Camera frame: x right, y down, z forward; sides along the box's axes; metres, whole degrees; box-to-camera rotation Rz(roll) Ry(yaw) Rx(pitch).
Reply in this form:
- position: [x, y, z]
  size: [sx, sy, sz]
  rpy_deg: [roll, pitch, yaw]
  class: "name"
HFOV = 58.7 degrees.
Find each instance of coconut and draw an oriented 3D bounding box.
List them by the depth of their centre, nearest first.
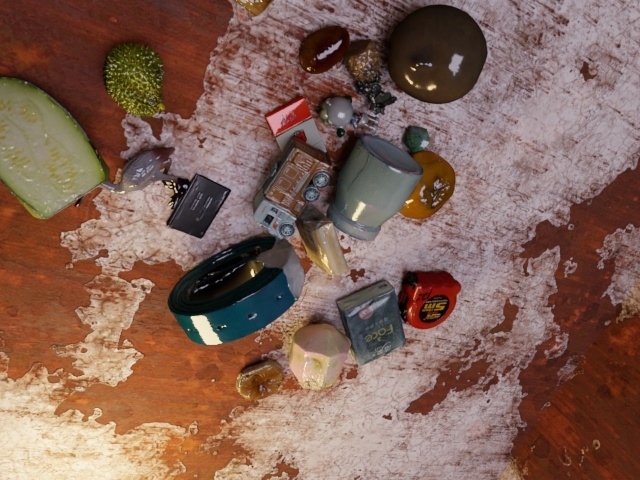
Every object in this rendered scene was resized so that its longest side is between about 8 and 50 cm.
- position: [-0.001, 0.426, 2.154]
  size: [0.233, 0.233, 0.245]
  rpy_deg: [-1, 122, -24]
  class: "coconut"

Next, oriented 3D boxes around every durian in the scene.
- position: [-0.486, -0.414, 1.485]
  size: [0.159, 0.146, 0.198]
  rpy_deg: [-6, 117, -20]
  class: "durian"

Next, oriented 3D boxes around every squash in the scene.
- position: [-0.724, -0.253, 1.434]
  size: [0.234, 0.210, 0.309]
  rpy_deg: [-36, 132, -17]
  class: "squash"

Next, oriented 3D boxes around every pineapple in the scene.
- position: [0.155, -0.493, 1.757]
  size: [0.111, 0.119, 0.237]
  rpy_deg: [-25, 128, 6]
  class: "pineapple"

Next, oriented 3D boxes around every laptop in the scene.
- position: [-0.382, -0.103, 1.797]
  size: [0.135, 0.016, 0.197]
  rpy_deg: [24, 106, -35]
  class: "laptop"

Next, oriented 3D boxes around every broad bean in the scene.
- position: [0.011, -0.561, 1.675]
  size: [0.165, 0.084, 0.114]
  rpy_deg: [-28, 106, 1]
  class: "broad bean"

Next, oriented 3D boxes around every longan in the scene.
- position: [0.347, -0.558, 1.715]
  size: [0.297, 0.297, 0.297]
  rpy_deg: [-11, 122, -19]
  class: "longan"

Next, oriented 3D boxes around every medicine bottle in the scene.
- position: [0.164, -0.166, 1.875]
  size: [0.245, 0.245, 0.290]
  rpy_deg: [14, 120, -31]
  class: "medicine bottle"

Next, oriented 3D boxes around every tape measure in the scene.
- position: [0.431, 0.240, 2.317]
  size: [0.253, 0.114, 0.260]
  rpy_deg: [0, 121, -25]
  class: "tape measure"

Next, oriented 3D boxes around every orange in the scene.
- position: [0.367, -0.185, 1.994]
  size: [0.249, 0.183, 0.248]
  rpy_deg: [-11, 122, -18]
  class: "orange"

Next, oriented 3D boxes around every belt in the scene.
- position: [-0.260, 0.158, 1.828]
  size: [0.437, 0.300, 0.173]
  rpy_deg: [-30, 126, -6]
  class: "belt"

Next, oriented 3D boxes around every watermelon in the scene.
- position: [0.338, -0.351, 1.956]
  size: [0.072, 0.092, 0.084]
  rpy_deg: [-38, 150, -51]
  class: "watermelon"

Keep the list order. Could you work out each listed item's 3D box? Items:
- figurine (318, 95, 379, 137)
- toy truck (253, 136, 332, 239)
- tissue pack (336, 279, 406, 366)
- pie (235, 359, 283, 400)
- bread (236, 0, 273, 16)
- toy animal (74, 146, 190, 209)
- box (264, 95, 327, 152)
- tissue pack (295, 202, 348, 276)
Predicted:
- position: [0.086, -0.388, 1.790]
  size: [0.197, 0.093, 0.147]
  rpy_deg: [21, 70, -24]
  class: "figurine"
- position: [-0.101, -0.163, 1.792]
  size: [0.162, 0.136, 0.305]
  rpy_deg: [27, 113, -21]
  class: "toy truck"
- position: [0.207, 0.330, 2.270]
  size: [0.228, 0.103, 0.315]
  rpy_deg: [-23, 124, -9]
  class: "tissue pack"
- position: [-0.234, 0.550, 2.229]
  size: [0.195, 0.046, 0.195]
  rpy_deg: [-12, 124, -19]
  class: "pie"
- position: [-0.176, -0.774, 1.401]
  size: [0.314, 0.191, 0.370]
  rpy_deg: [31, 90, -30]
  class: "bread"
- position: [-0.531, -0.180, 1.635]
  size: [0.324, 0.090, 0.195]
  rpy_deg: [-2, 119, -26]
  class: "toy animal"
- position: [-0.069, -0.320, 1.804]
  size: [0.139, 0.035, 0.245]
  rpy_deg: [-28, 127, -5]
  class: "box"
- position: [0.000, 0.000, 1.932]
  size: [0.090, 0.186, 0.222]
  rpy_deg: [-31, 125, -13]
  class: "tissue pack"
